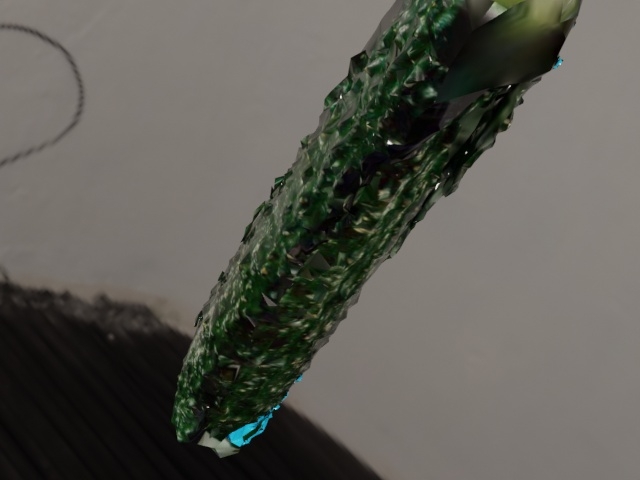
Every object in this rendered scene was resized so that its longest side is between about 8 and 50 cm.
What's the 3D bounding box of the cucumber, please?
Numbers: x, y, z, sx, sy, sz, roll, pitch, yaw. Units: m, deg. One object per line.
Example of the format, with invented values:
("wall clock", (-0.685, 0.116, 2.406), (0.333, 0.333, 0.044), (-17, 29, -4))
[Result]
("cucumber", (-0.001, 0.000, 0.427), (0.043, 0.044, 0.256), (-10, 153, -30))
